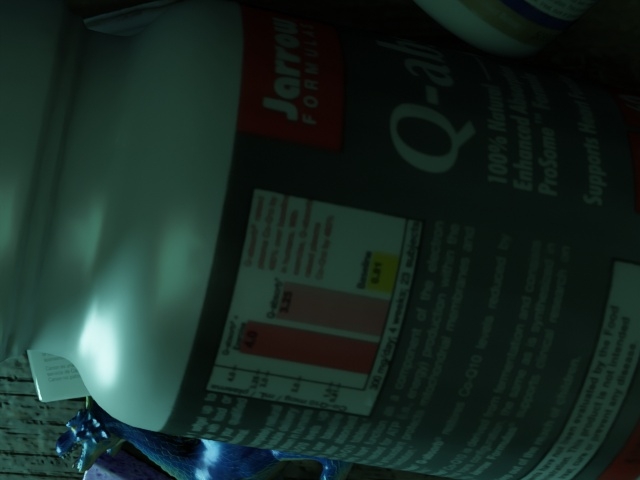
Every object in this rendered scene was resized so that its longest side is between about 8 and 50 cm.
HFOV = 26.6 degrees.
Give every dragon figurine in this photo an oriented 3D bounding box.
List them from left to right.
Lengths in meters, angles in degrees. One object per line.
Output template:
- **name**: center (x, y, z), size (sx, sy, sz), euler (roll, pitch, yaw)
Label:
- **dragon figurine**: center (-0.046, 0.107, 0.883), size (0.289, 0.085, 0.144), euler (-33, 100, 28)

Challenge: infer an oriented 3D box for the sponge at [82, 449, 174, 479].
- **sponge**: center (-0.091, 0.245, 0.988), size (0.210, 0.031, 0.117), euler (29, 118, 4)

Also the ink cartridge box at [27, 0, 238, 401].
- **ink cartridge box**: center (-0.111, -0.026, 0.822), size (0.158, 0.092, 0.218), euler (-9, 98, 21)

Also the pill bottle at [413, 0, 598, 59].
- **pill bottle**: center (0.142, -0.223, 0.641), size (0.153, 0.153, 0.264), euler (46, 118, -5)

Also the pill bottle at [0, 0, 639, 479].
- **pill bottle**: center (0.000, 0.000, 0.661), size (0.362, 0.210, 0.210), euler (11, 118, -13)
